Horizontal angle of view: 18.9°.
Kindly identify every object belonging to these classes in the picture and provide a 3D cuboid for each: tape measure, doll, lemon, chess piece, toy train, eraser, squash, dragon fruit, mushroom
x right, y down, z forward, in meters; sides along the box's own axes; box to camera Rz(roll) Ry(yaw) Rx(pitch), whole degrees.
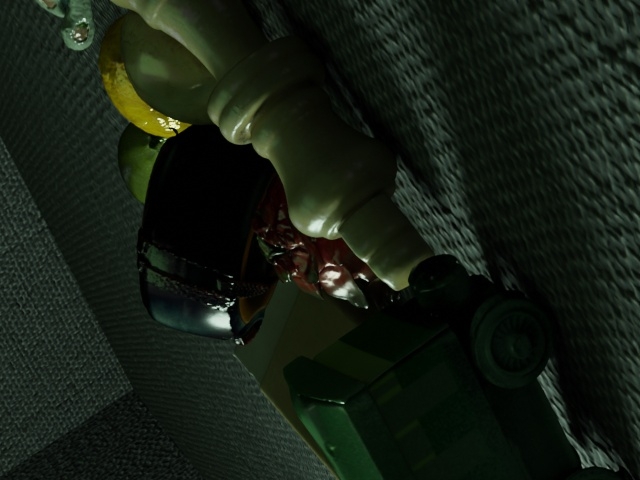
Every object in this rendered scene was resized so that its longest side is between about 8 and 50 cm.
[{"bbox_3d":[-0.091,-0.013,1.798,0.135,0.223,0.202,12,127,10],"label":"tape measure"},{"bbox_3d":[-0.310,-0.320,2.204,0.214,0.071,0.103,63,154,11],"label":"doll"},{"bbox_3d":[-0.157,-0.164,1.902,0.114,0.114,0.155,41,164,52],"label":"lemon"},{"bbox_3d":[-0.044,-0.119,1.579,0.397,0.117,0.117,53,167,14],"label":"chess piece"},{"bbox_3d":[0.114,0.167,1.484,0.301,0.202,0.120,62,162,-21],"label":"toy train"},{"bbox_3d":[0.041,0.143,1.837,0.343,0.078,0.144,43,119,46],"label":"eraser"},{"bbox_3d":[-0.194,-0.104,2.259,0.094,0.094,0.341,56,170,4],"label":"squash"},{"bbox_3d":[0.005,-0.003,1.681,0.142,0.121,0.130,33,-136,-50],"label":"dragon fruit"},{"bbox_3d":[-0.113,-0.165,1.723,0.148,0.148,0.112,97,179,-71],"label":"mushroom"}]
